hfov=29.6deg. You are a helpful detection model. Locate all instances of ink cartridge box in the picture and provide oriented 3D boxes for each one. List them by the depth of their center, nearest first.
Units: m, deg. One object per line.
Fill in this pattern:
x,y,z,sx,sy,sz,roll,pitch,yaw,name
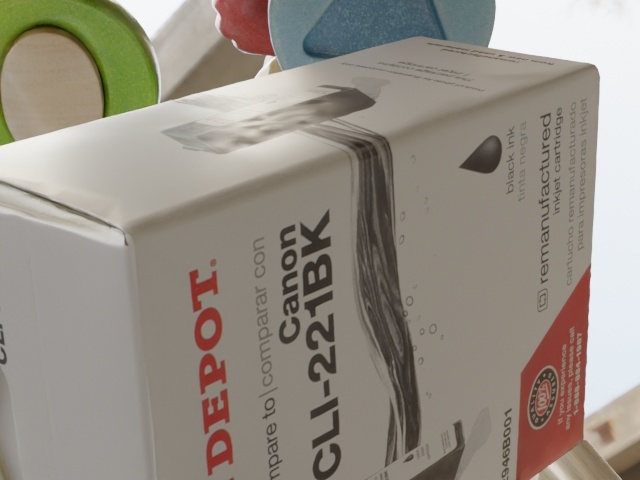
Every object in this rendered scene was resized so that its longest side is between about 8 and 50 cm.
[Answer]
-0.004,0.038,0.510,0.273,0.114,0.197,-22,-61,-42,ink cartridge box

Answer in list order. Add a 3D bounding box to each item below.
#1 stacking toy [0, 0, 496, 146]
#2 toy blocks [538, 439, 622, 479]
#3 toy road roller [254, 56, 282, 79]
-0.069,-0.114,0.693,0.309,0.279,0.130,24,-164,-17,stacking toy
0.121,0.317,0.709,0.289,0.309,0.260,-18,-130,-27,toy blocks
0.000,0.000,1.071,0.329,0.241,0.202,47,-156,-49,toy road roller
